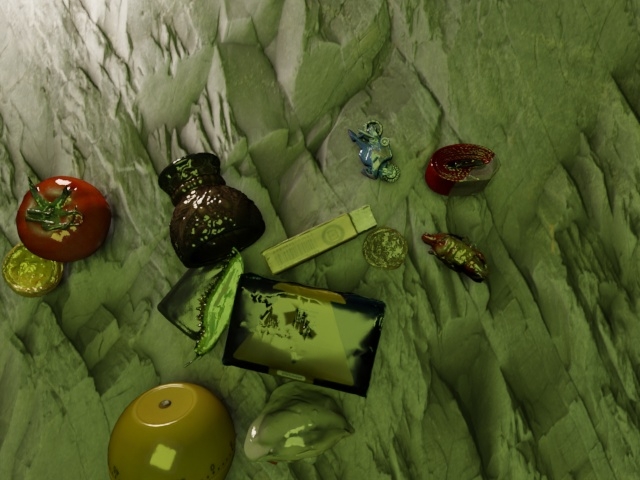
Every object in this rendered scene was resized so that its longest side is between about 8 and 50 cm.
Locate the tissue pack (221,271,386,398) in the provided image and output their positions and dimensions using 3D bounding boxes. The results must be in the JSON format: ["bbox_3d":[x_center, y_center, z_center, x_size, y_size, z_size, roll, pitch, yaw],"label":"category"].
[{"bbox_3d":[-0.043,0.253,1.325,0.417,0.253,0.264,12,89,5],"label":"tissue pack"}]

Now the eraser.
[{"bbox_3d":[0.000,0.000,1.381,0.344,0.144,0.078,-25,86,3],"label":"eraser"}]

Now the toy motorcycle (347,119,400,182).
[{"bbox_3d":[0.161,-0.261,1.416,0.114,0.076,0.205,-22,87,10],"label":"toy motorcycle"}]

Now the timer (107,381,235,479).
[{"bbox_3d":[-0.407,0.606,1.316,0.376,0.376,0.386,2,112,3],"label":"timer"}]

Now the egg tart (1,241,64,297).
[{"bbox_3d":[-0.886,0.086,1.464,0.191,0.074,0.191,0,88,2],"label":"egg tart"}]

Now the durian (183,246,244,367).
[{"bbox_3d":[-0.303,0.199,1.370,0.132,0.106,0.375,20,91,-5],"label":"durian"}]

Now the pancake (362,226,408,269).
[{"bbox_3d":[0.197,0.024,1.429,0.140,0.022,0.139,0,89,4],"label":"pancake"}]

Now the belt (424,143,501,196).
[{"bbox_3d":[0.411,-0.201,1.374,0.201,0.124,0.127,-2,69,-1],"label":"belt"}]

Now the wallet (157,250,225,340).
[{"bbox_3d":[-0.367,0.169,1.448,0.169,0.052,0.245,41,87,2],"label":"wallet"}]

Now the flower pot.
[{"bbox_3d":[-0.330,-0.094,1.358,0.267,0.266,0.267,-28,76,2],"label":"flower pot"}]

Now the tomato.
[{"bbox_3d":[-0.751,-0.061,1.382,0.256,0.224,0.255,1,80,-3],"label":"tomato"}]

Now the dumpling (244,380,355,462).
[{"bbox_3d":[-0.064,0.500,1.337,0.318,0.187,0.242,-4,46,-18],"label":"dumpling"}]

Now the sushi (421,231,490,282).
[{"bbox_3d":[0.405,0.032,1.385,0.226,0.103,0.097,32,118,1],"label":"sushi"}]

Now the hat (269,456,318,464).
[{"bbox_3d":[-0.082,0.627,1.407,0.163,0.112,0.093,12,118,-7],"label":"hat"}]
